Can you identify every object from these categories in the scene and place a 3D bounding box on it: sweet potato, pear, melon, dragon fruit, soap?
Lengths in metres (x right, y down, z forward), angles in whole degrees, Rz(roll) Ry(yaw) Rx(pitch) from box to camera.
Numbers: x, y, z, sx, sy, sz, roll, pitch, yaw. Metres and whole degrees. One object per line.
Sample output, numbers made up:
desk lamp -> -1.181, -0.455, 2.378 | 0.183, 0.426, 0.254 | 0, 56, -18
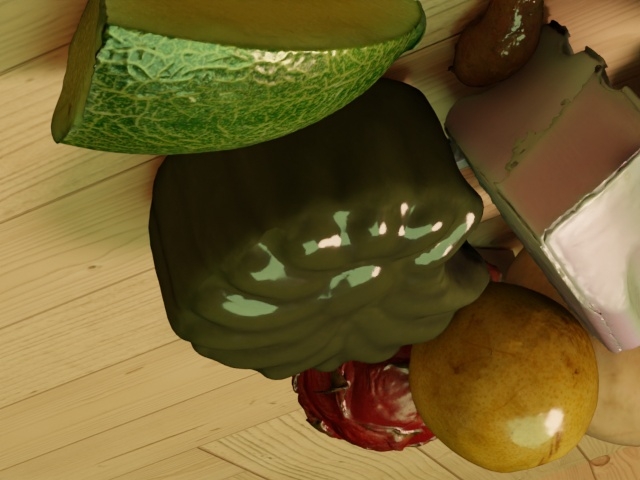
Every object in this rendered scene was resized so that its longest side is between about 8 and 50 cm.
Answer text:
sweet potato -> 0.171, -0.191, 1.385 | 0.068, 0.068, 0.226 | -7, 156, -25
pear -> 0.192, 0.141, 1.669 | 0.209, 0.209, 0.209 | -15, 159, -6
melon -> -0.049, -0.145, 1.246 | 0.323, 0.124, 0.196 | -5, 163, -26
dragon fruit -> 0.092, 0.123, 1.865 | 0.299, 0.244, 0.244 | -39, 153, 17
soap -> 0.268, -0.036, 1.537 | 0.156, 0.261, 0.446 | -37, 156, 4

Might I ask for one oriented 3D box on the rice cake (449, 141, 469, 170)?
rice cake -> 0.106, -0.077, 1.656 | 0.180, 0.030, 0.042 | -20, 159, 7

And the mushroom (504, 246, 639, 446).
mushroom -> 0.407, 0.090, 1.884 | 0.353, 0.325, 0.353 | -7, 161, -2

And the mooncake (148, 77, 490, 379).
mooncake -> 0.000, 0.000, 1.518 | 0.351, 0.187, 0.351 | -11, 155, -5

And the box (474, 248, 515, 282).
box -> 0.173, 0.060, 2.023 | 0.129, 0.051, 0.130 | 2, 152, -42
